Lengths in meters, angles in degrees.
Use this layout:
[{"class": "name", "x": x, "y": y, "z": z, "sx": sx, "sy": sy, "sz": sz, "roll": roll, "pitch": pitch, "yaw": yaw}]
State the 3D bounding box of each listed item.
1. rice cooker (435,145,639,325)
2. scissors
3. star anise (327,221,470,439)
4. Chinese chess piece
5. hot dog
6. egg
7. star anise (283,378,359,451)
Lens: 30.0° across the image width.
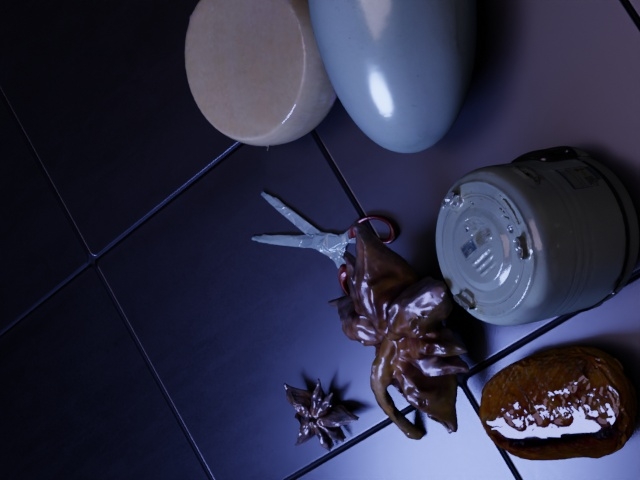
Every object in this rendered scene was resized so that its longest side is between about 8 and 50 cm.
[{"class": "rice cooker", "x": 0.288, "y": -0.006, "z": 1.581, "sx": 0.226, "sy": 0.244, "sz": 0.226, "roll": 23, "pitch": 118, "yaw": 53}, {"class": "scissors", "x": 0.000, "y": 0.000, "z": 1.867, "sx": 0.247, "sy": 0.017, "sz": 0.144, "roll": 22, "pitch": 106, "yaw": 27}, {"class": "star anise", "x": 0.111, "y": 0.141, "z": 1.715, "sx": 0.292, "sy": 0.109, "sz": 0.349, "roll": 59, "pitch": 156, "yaw": 22}, {"class": "Chinese chess piece", "x": -0.087, "y": -0.276, "z": 1.806, "sx": 0.273, "sy": 0.102, "sz": 0.273, "roll": 8, "pitch": 103, "yaw": 38}, {"class": "hot dog", "x": 0.333, "y": 0.232, "z": 1.663, "sx": 0.227, "sy": 0.099, "sz": 0.160, "roll": -8, "pitch": 93, "yaw": 31}, {"class": "egg", "x": 0.103, "y": -0.304, "z": 1.646, "sx": 0.230, "sy": 0.230, "sz": 0.371, "roll": -6, "pitch": 98, "yaw": 30}, {"class": "star anise", "x": 0.006, "y": 0.275, "z": 1.873, "sx": 0.129, "sy": 0.056, "sz": 0.124, "roll": 0, "pitch": 108, "yaw": 32}]
